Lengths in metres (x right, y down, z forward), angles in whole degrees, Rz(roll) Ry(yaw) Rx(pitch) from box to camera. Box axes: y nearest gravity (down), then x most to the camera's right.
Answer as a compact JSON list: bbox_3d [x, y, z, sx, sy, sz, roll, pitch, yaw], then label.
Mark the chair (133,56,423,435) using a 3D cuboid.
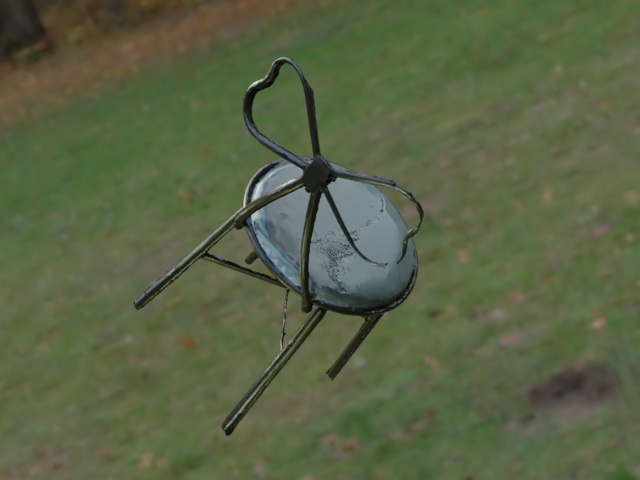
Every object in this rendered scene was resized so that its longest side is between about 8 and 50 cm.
[{"bbox_3d":[0.000,0.000,1.371,0.170,0.160,0.326,-22,-21,-42],"label":"chair"}]
